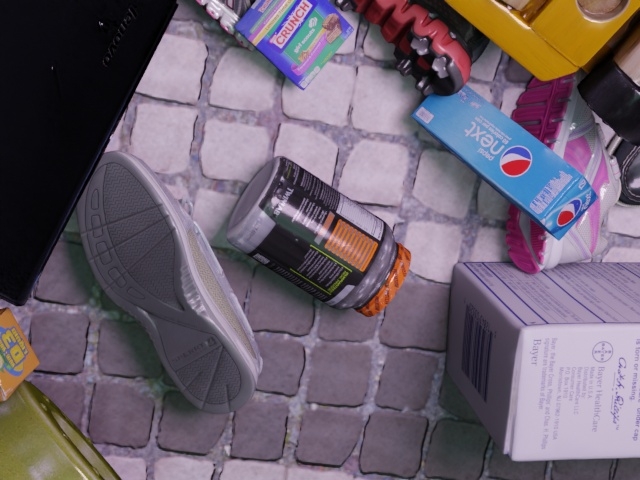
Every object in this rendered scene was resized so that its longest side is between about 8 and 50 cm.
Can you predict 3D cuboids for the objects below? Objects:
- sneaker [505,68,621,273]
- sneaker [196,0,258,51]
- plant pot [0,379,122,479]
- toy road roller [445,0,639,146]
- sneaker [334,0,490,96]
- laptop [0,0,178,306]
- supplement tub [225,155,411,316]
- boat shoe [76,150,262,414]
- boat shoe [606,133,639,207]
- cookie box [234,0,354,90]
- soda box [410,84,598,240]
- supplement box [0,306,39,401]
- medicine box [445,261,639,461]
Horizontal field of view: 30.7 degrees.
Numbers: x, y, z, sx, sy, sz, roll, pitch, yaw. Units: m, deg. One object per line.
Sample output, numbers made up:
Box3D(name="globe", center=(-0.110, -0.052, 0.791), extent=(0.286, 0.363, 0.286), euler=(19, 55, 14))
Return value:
Box3D(name="sneaker", center=(0.288, -0.087, 1.346), extent=(0.111, 0.103, 0.252), euler=(1, 101, -23))
Box3D(name="sneaker", center=(-0.110, -0.286, 1.252), extent=(0.075, 0.063, 0.170), euler=(-45, 110, 4))
Box3D(name="plant pot", center=(-0.375, 0.346, 1.232), extent=(0.353, 0.366, 0.366), euler=(-41, 106, -10))
Box3D(name="toy road roller", center=(0.285, -0.275, 1.213), extent=(0.329, 0.240, 0.202), euler=(36, 113, -14))
Box3D(name="sneaker", center=(0.085, -0.291, 1.265), extent=(0.276, 0.097, 0.135), euler=(46, 73, -3))
Box3D(name="laptop", center=(-0.427, -0.203, 1.175), extent=(0.408, 0.236, 0.382), euler=(21, 76, 14))
Box3D(name="supplement tub", center=(0.000, 0.000, 1.307), extent=(0.190, 0.117, 0.117), euler=(33, 96, -15))
Box3D(name="boat shoe", center=(-0.164, 0.041, 1.310), extent=(0.118, 0.103, 0.320), euler=(-28, 101, 18))
Box3D(name="boat shoe", center=(0.489, -0.137, 1.351), extent=(0.340, 0.113, 0.127), euler=(-25, 106, -2))
Box3D(name="cookie box", center=(-0.027, -0.229, 1.260), extent=(0.092, 0.040, 0.107), euler=(-50, 141, 3))
Box3D(name="soda box", center=(0.199, -0.093, 1.271), extent=(0.067, 0.210, 0.071), euler=(-48, 147, 5))
Box3D(name="supplement box", center=(-0.418, 0.145, 1.245), extent=(0.233, 0.080, 0.078), euler=(-16, 107, 28))
Box3D(name="medicine box", center=(0.315, 0.126, 1.308), extent=(0.289, 0.263, 0.149), euler=(1, 103, -9))
